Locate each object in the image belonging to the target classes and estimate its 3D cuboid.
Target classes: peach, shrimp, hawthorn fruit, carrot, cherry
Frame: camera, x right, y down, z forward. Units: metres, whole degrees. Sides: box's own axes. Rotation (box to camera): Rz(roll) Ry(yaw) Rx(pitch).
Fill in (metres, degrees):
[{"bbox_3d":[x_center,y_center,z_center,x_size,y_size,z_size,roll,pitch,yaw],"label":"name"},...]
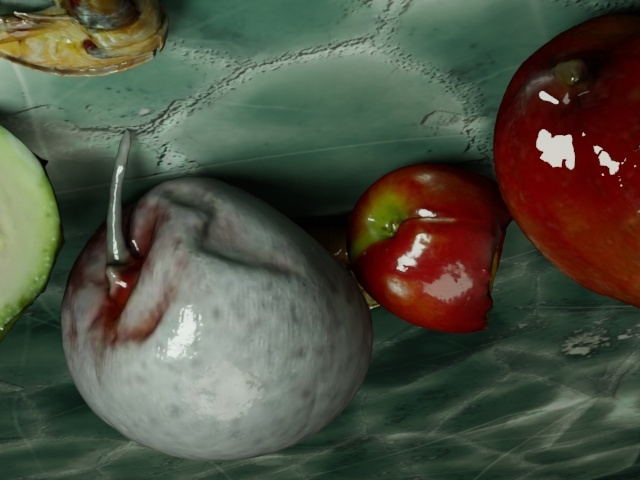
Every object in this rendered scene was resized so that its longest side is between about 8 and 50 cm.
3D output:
[{"bbox_3d":[0.144,0.012,1.533,0.226,0.190,0.196,22,128,-39],"label":"peach"},{"bbox_3d":[-0.222,-0.199,1.093,0.178,0.075,0.289,-8,169,3],"label":"shrimp"},{"bbox_3d":[0.302,-0.074,1.312,0.311,0.295,0.295,14,149,-16],"label":"hawthorn fruit"},{"bbox_3d":[0.000,0.000,1.623,0.139,0.048,0.048,4,154,-7],"label":"carrot"},{"bbox_3d":[-0.099,0.086,1.451,0.335,0.291,0.326,17,169,-10],"label":"cherry"}]

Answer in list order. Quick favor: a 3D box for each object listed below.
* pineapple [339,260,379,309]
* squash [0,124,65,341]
[{"bbox_3d":[0.081,0.039,1.711,0.116,0.069,0.137,4,151,-26],"label":"pineapple"},{"bbox_3d":[-0.428,0.053,1.325,0.263,0.263,0.384,5,151,-30],"label":"squash"}]
